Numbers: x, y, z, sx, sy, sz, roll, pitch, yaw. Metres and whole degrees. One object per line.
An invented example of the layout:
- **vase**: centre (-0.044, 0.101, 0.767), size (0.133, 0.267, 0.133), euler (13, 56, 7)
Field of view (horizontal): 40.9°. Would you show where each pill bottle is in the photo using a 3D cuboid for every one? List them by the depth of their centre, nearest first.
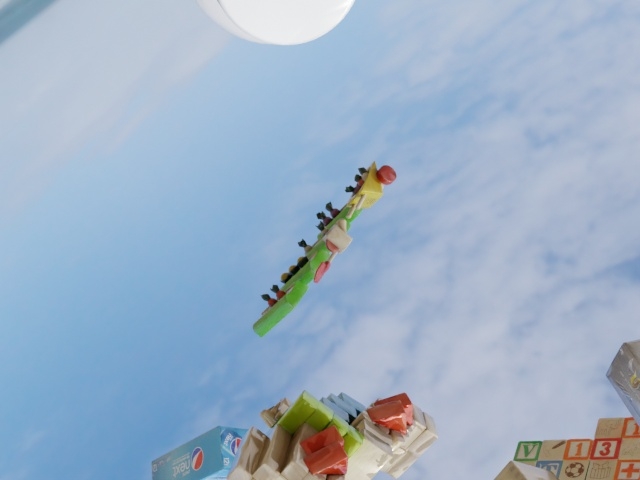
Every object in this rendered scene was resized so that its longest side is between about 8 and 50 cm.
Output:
- **pill bottle**: centre (-0.047, -0.256, 0.730), size (0.152, 0.152, 0.272), euler (-35, -150, 8)

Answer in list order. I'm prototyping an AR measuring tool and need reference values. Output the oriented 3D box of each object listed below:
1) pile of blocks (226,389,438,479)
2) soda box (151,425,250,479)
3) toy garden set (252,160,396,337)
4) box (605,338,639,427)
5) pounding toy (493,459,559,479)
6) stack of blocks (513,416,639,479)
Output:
- **pile of blocks**: centre (0.033, 0.211, 0.983), size (0.112, 0.149, 0.362), euler (-50, 160, 16)
- **soda box**: centre (-0.189, 0.361, 1.367), size (0.210, 0.067, 0.071), euler (-35, -129, 41)
- **toy garden set**: centre (0.000, 0.000, 1.202), size (0.204, 0.049, 0.244), euler (-44, -172, 49)
- **box**: centre (0.407, 0.183, 0.798), size (0.183, 0.056, 0.231), euler (-6, -135, -18)
- **pounding toy**: centre (0.272, 0.389, 1.177), size (0.130, 0.141, 0.100), euler (-54, -138, 13)
- **stack of blocks**: centre (0.439, 0.358, 1.289), size (0.297, 0.087, 0.171), euler (-13, -150, 37)
